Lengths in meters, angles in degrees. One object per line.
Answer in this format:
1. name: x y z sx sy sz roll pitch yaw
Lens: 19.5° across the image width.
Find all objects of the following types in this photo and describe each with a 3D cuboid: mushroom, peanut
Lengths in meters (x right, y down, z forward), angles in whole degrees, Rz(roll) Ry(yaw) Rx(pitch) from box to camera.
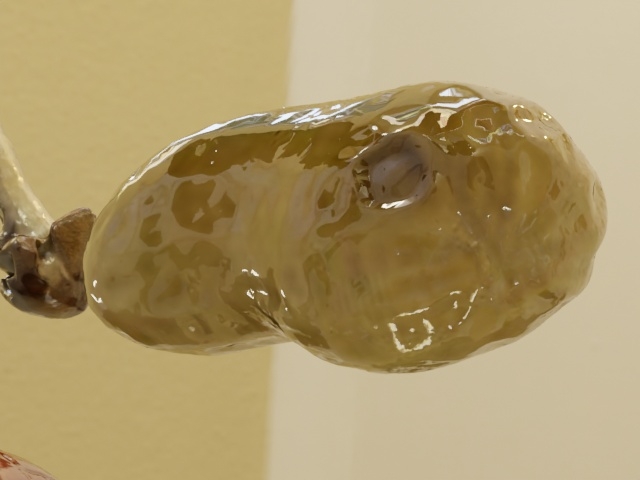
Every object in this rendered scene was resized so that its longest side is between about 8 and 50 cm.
1. mushroom: -0.162 -0.034 0.988 0.060 0.061 0.187 79 -15 -53
2. peanut: 0.000 0.000 0.763 0.236 0.110 0.120 -8 -109 28

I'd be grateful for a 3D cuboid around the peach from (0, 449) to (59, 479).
1. peach: -0.178 0.171 0.829 0.197 0.197 0.197 -18 -112 56
